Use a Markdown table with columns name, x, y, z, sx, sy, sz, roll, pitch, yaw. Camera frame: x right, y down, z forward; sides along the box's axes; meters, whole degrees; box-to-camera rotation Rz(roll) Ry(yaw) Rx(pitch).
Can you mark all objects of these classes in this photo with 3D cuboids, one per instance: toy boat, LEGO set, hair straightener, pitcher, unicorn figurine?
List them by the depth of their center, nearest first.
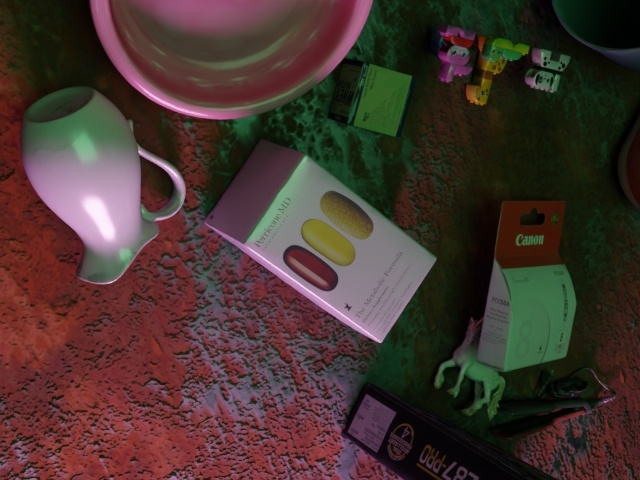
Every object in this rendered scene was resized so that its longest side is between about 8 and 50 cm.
| name | x | y | z | sx | sy | sz | roll | pitch | yaw |
| --- | --- | --- | --- | --- | --- | --- | --- | --- | --- |
| pitcher | -0.244 | -0.081 | 1.298 | 0.178 | 0.125 | 0.207 | -44 | 132 | -35 |
| LEGO set | 0.219 | -0.229 | 1.515 | 0.227 | 0.087 | 0.093 | 6 | 103 | -35 |
| unicorn figurine | 0.221 | 0.186 | 1.642 | 0.111 | 0.060 | 0.162 | -54 | 135 | -16 |
| toy boat | 0.554 | -0.137 | 1.672 | 0.151 | 0.151 | 0.231 | 29 | 89 | -30 |
| hair straightener | 0.366 | 0.243 | 1.732 | 0.230 | 0.047 | 0.089 | -7 | 106 | -26 |

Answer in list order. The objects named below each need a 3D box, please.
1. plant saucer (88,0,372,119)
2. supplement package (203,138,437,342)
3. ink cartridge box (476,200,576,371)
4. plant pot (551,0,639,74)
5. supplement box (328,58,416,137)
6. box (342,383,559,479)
| name | x | y | z | sx | sy | sz | roll | pitch | yaw |
| --- | --- | --- | --- | --- | --- | --- | --- | --- | --- |
| plant saucer | -0.101 | -0.301 | 1.269 | 0.332 | 0.084 | 0.332 | -12 | 127 | -17 |
| supplement package | 0.000 | 0.000 | 1.427 | 0.244 | 0.134 | 0.139 | 36 | 85 | -30 |
| ink cartridge box | 0.309 | 0.063 | 1.615 | 0.189 | 0.066 | 0.232 | -3 | 108 | -50 |
| plant pot | 0.498 | -0.345 | 1.524 | 0.235 | 0.293 | 0.293 | 23 | 92 | -44 |
| supplement box | 0.067 | -0.185 | 1.458 | 0.083 | 0.056 | 0.083 | 11 | 98 | -30 |
| box | 0.254 | 0.339 | 1.499 | 0.318 | 0.395 | 0.097 | 27 | 88 | -31 |
